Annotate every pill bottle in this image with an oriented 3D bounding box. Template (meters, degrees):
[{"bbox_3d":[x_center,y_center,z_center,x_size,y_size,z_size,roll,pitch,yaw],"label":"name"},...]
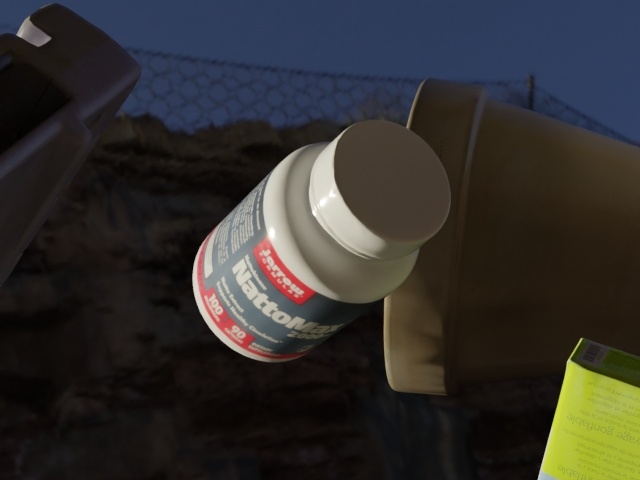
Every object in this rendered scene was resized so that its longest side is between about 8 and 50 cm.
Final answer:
[{"bbox_3d":[0.000,0.000,0.810,0.108,0.108,0.180,6,-27,-27],"label":"pill bottle"}]

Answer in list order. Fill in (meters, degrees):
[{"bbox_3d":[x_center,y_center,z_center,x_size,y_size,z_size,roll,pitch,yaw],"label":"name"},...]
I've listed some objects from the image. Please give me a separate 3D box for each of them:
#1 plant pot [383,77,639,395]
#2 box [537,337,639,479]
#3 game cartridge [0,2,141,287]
[{"bbox_3d":[0.227,0.007,1.278,0.280,0.323,0.323,5,-40,12],"label":"plant pot"},{"bbox_3d":[0.195,0.162,0.824,0.109,0.042,0.178,19,-62,19],"label":"box"},{"bbox_3d":[-0.194,0.072,0.404,0.068,0.355,0.230,35,-57,-1],"label":"game cartridge"}]
